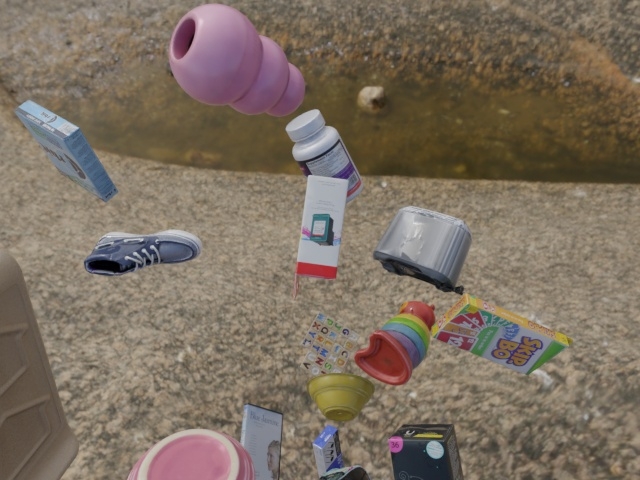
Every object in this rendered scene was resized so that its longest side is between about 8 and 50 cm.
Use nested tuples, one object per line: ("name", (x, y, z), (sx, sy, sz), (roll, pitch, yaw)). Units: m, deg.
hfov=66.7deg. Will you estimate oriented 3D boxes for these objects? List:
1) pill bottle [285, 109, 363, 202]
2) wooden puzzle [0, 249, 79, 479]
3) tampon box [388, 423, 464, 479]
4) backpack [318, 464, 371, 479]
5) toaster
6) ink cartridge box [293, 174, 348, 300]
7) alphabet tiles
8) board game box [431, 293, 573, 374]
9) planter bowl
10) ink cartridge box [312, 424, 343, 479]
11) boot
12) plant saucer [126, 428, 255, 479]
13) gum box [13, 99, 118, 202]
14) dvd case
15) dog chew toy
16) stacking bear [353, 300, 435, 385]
("pill bottle", (0.006, -0.174, 1.040), (0.108, 0.193, 0.108), (-23, 29, 14))
("wooden puzzle", (-0.419, 0.226, 0.514), (0.080, 0.348, 0.322), (5, 30, 10))
("tampon box", (0.225, 0.479, 1.016), (0.120, 0.101, 0.161), (-12, 85, 27))
("backpack", (0.053, 0.739, 1.310), (0.191, 0.253, 0.225), (-25, 80, 32))
("toaster", (0.240, 0.018, 1.093), (0.227, 0.129, 0.146), (19, 79, 36))
("ink cartridge box", (0.000, 0.000, 0.938), (0.078, 0.134, 0.231), (8, 90, 1))
("alphabet tiles", (0.024, 0.436, 1.966), (0.198, 0.009, 0.237), (31, 67, -2))
("board game box", (0.370, 0.198, 0.985), (0.259, 0.124, 0.039), (21, 41, -12))
("planter bowl", (0.062, 0.501, 1.511), (0.217, 0.217, 0.090), (0, 48, 4))
("ink cartridge box", (0.030, 0.774, 1.747), (0.046, 0.207, 0.097), (14, 36, 35))
("boot", (-0.311, 0.030, 0.861), (0.190, 0.069, 0.086), (-2, 31, 4))
("plant saucer", (-0.335, 0.612, 1.252), (0.332, 0.084, 0.332), (3, 28, -1))
("gum box", (-0.513, -0.178, 0.993), (0.157, 0.184, 0.041), (28, 61, 22))
("dvd case", (-0.205, 0.713, 1.693), (0.022, 0.180, 0.253), (-26, 48, 34))
("dog chew toy", (-0.166, -0.382, 1.103), (0.206, 0.332, 0.206), (-12, 72, 42))
("stacking bear", (0.258, 0.286, 1.473), (0.164, 0.175, 0.289), (39, 42, 11))
